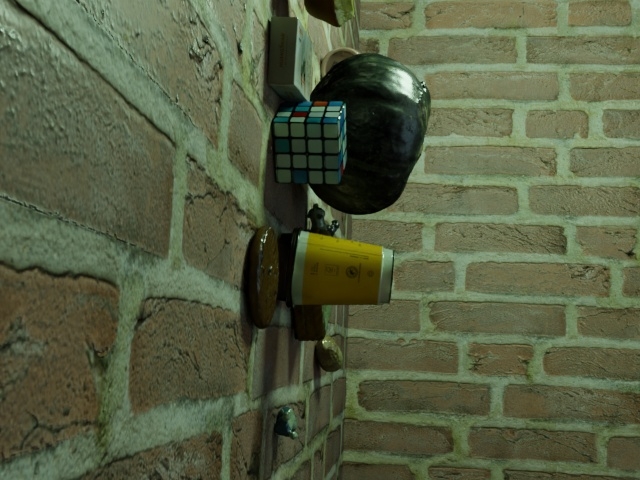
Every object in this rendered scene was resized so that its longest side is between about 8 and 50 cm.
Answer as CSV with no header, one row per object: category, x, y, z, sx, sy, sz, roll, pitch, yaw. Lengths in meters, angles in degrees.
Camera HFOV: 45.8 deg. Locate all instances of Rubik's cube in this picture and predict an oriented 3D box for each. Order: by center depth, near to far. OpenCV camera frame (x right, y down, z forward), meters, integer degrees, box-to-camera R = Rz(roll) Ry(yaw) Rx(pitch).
Rubik's cube,-0.023,-0.228,1.759,0.151,0.154,0.155,-74,163,-62

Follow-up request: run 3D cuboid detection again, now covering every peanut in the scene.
peanut,0.028,0.390,2.602,0.228,0.085,0.104,69,14,-69

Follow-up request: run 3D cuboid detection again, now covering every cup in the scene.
cup,0.031,0.073,1.797,0.196,0.279,0.197,5,90,-88

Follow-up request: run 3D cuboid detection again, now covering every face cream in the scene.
face cream,0.080,-0.570,2.533,0.104,0.149,0.149,-61,152,-74

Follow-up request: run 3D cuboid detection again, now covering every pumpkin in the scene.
pumpkin,0.111,-0.289,2.066,0.454,0.343,0.455,-162,-90,-88

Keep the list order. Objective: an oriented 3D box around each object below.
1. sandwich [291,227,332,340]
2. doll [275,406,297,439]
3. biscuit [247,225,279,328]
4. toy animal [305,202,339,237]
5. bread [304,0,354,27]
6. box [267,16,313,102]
sandwich,-0.020,0.108,2.114,0.273,0.095,0.249,-70,157,-66
doll,-0.083,0.439,1.845,0.083,0.050,0.076,-52,125,-76
biscuit,-0.117,0.075,1.541,0.212,0.036,0.212,2,90,-82
toy animal,0.000,0.000,2.292,0.121,0.093,0.225,-38,131,-69
bread,-0.006,-0.679,1.741,0.138,0.077,0.361,40,-24,39
box,-0.066,-0.405,1.727,0.233,0.066,0.150,-2,93,-82
